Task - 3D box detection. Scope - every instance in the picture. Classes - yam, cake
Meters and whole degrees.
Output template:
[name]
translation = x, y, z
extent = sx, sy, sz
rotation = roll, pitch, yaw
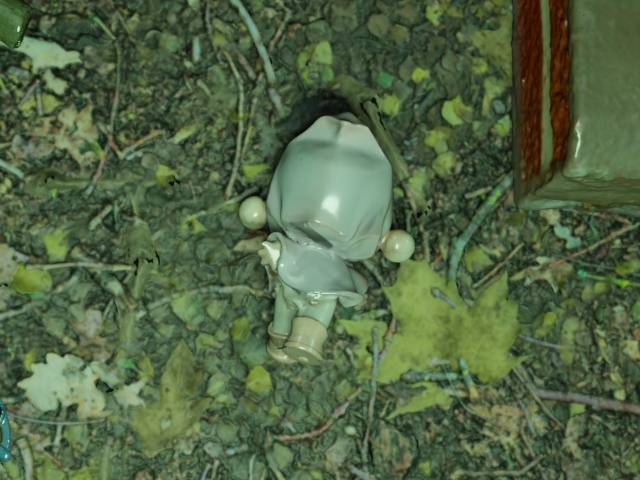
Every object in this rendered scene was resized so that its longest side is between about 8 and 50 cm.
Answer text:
[yam]
translation = -0.374, -0.265, 1.626
extent = 0.132, 0.054, 0.054
rotation = 33, 79, -4
[cake]
translation = 0.341, -0.188, 1.657
extent = 0.230, 0.237, 0.309
rotation = 1, 82, -13

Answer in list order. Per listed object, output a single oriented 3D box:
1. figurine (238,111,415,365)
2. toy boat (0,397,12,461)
[figurine]
translation = 0.000, -0.001, 1.623
extent = 0.200, 0.133, 0.276
rotation = 12, 80, 8
[toy boat]
translation = -0.403, 0.150, 1.554
extent = 0.223, 0.097, 0.100
rotation = 43, 82, -2
